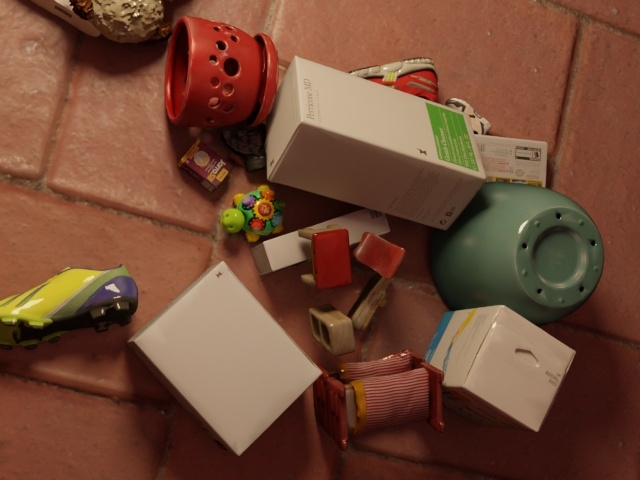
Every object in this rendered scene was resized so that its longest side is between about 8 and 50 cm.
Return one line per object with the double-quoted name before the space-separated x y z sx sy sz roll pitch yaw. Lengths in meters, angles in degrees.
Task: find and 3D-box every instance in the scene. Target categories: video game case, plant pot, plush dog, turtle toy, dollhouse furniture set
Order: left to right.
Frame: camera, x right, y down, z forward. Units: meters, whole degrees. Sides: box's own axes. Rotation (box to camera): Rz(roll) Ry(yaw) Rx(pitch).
"plush dog" -0.315 -0.450 1.639 0.262 0.210 0.225 21 98 -36
"plant pot" -0.173 -0.291 1.679 0.174 0.191 0.191 4 81 -20
"turtle toy" -0.122 -0.048 1.724 0.130 0.066 0.095 -20 89 -19
"dollhouse furniture set" 0.091 0.157 1.662 0.201 0.152 0.374 -9 104 -18
"video game case" 0.345 -0.104 1.890 0.227 0.026 0.206 4 88 -18
"plant pot" 0.385 0.030 1.766 0.293 0.235 0.293 0 91 -17

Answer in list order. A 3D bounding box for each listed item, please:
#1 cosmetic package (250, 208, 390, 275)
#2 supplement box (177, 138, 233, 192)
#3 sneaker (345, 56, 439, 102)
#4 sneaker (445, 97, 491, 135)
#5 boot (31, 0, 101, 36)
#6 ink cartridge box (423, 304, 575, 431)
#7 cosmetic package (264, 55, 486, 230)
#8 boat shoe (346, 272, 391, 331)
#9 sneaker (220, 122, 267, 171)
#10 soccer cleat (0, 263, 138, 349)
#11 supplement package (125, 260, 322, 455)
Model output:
"cosmetic package" 0.000 0.000 1.741 0.239 0.099 0.060 -18 91 -19
"supplement box" -0.210 -0.136 1.721 0.083 0.043 0.055 38 72 -10
"sneaker" 0.107 -0.274 1.813 0.279 0.107 0.118 -15 96 -17
"sneaker" 0.292 -0.243 1.897 0.109 0.040 0.044 37 75 -9
"boot" -0.455 -0.448 1.682 0.190 0.069 0.086 33 67 -19
"ink cartridge box" 0.310 0.235 1.733 0.171 0.232 0.168 31 74 -11
"cosmetic package" 0.093 -0.170 1.712 0.365 0.155 0.197 15 43 -22
"boat shoe" 0.101 0.110 1.785 0.045 0.050 0.135 38 83 -13
"sneaker" -0.095 -0.183 1.760 0.170 0.051 0.089 -17 91 -16
"soccer cleat" -0.455 0.105 1.601 0.289 0.093 0.121 -9 55 -14
"supplement package" -0.169 0.204 1.633 0.204 0.145 0.262 -43 96 -18
